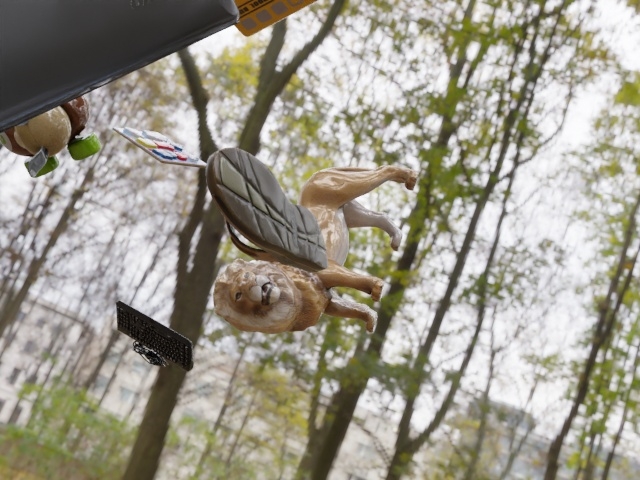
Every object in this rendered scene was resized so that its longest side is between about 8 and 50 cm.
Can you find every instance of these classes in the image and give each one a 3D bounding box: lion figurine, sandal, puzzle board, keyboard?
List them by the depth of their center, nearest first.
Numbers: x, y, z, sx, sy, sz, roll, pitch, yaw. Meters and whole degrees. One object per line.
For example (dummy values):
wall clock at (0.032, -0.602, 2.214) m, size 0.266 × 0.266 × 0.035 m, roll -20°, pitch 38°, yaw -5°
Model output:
sandal at (-0.059, -0.019, 0.906) m, size 0.060 × 0.090 × 0.219 m, roll -16°, pitch -22°, yaw 20°
puzzle board at (-0.228, -0.136, 1.300) m, size 0.096 × 0.011 × 0.128 m, roll 34°, pitch 13°, yaw 18°
lion figurine at (0.000, 0.000, 1.412) m, size 0.240 × 0.392 × 0.142 m, roll 16°, pitch -41°, yaw 8°
keyboard at (-0.304, 0.185, 1.604) m, size 0.192 × 0.038 × 0.100 m, roll 24°, pitch -50°, yaw 32°

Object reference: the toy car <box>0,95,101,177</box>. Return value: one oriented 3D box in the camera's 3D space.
toy car at (-0.429, -0.163, 1.339) m, size 0.188 × 0.149 × 0.155 m, roll -94°, pitch 162°, yaw -68°

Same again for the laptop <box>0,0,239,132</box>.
laptop at (-0.340, -0.278, 0.713) m, size 0.408 × 0.382 × 0.236 m, roll 22°, pitch -51°, yaw 27°

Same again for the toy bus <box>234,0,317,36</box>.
toy bus at (-0.029, -0.490, 1.568) m, size 0.333 × 0.108 × 0.130 m, roll -21°, pitch -42°, yaw 26°
